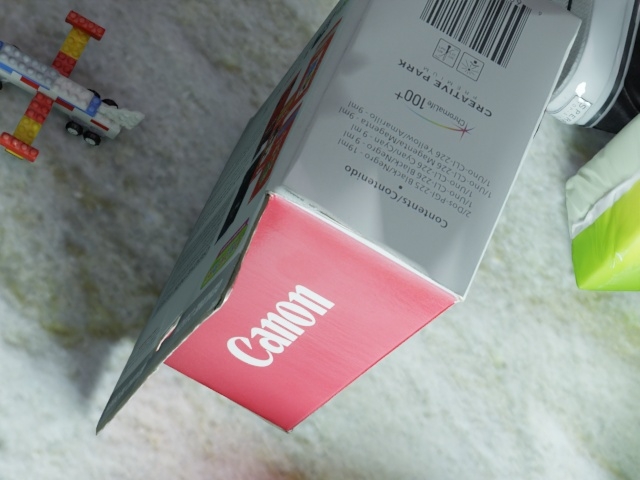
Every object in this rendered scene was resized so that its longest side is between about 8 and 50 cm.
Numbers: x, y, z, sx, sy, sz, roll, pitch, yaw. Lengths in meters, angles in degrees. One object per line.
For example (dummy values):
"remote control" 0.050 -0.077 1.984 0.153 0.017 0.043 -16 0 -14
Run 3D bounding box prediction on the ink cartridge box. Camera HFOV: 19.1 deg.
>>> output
"ink cartridge box" 0.000 0.000 1.174 0.130 0.309 0.272 29 64 -8

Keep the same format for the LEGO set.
"LEGO set" -0.234 -0.134 1.283 0.244 0.060 0.182 -18 81 -25

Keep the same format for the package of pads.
"package of pads" 0.334 -0.055 1.322 0.229 0.296 0.101 1 69 -20

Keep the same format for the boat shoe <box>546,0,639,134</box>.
"boat shoe" 0.256 -0.229 1.475 0.119 0.121 0.335 22 75 -20
